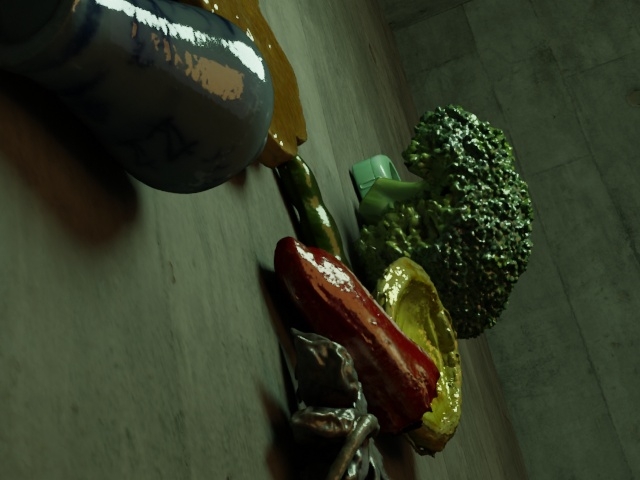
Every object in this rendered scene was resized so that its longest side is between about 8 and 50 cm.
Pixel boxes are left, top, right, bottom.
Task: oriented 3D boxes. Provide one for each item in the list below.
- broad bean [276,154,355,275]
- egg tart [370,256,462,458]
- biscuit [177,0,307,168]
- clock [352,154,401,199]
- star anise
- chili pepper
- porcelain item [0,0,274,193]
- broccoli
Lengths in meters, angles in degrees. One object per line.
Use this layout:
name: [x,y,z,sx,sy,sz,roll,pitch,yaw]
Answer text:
broad bean: [0.001,-0.001,1.273,0.254,0.047,0.065,69,19,1]
egg tart: [0.115,0.159,1.377,0.279,0.095,0.278,44,39,-50]
biscuit: [-0.100,-0.232,1.181,0.269,0.051,0.375,55,16,-39]
clock: [0.121,-0.073,1.860,0.211,0.066,0.159,-14,84,-78]
star anise: [0.019,0.193,0.969,0.262,0.081,0.230,-86,164,-67]
chili pepper: [0.028,0.088,1.127,0.252,0.136,0.144,57,43,-21]
porcelain item: [-0.124,-0.116,0.728,0.259,0.141,0.141,28,43,-61]
broccoli: [0.166,-0.021,1.576,0.249,0.302,0.375,-34,130,-56]
